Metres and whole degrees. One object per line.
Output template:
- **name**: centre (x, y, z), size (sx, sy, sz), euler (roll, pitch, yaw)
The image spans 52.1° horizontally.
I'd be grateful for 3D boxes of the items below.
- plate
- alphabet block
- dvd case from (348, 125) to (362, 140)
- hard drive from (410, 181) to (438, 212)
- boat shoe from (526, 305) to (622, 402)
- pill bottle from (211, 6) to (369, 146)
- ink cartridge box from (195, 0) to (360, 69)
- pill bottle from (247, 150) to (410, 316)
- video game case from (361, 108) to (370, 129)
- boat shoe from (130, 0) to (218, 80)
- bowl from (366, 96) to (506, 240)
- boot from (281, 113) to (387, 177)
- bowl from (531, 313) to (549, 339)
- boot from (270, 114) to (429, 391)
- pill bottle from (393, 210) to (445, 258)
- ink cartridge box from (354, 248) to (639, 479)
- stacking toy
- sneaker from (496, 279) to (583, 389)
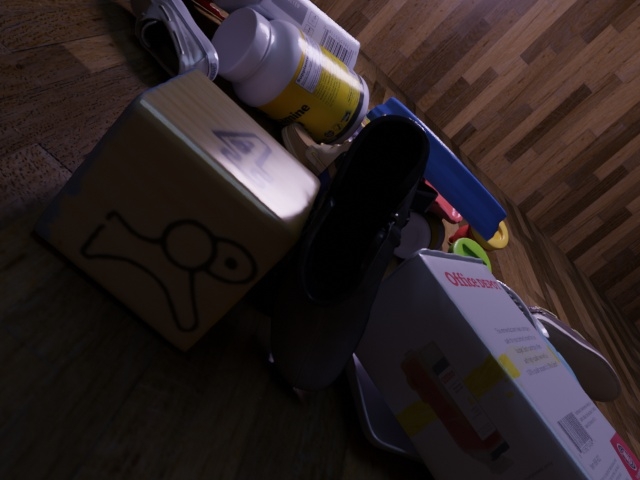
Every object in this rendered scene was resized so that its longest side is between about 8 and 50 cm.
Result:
- **plate**: centre (0.121, 0.214, 0.933), size (0.278, 0.045, 0.277), euler (32, 25, -33)
- **alphabet block**: centre (-0.140, -0.039, 0.700), size (0.197, 0.192, 0.193), euler (43, 23, -11)
- **dvd case**: centre (0.051, -0.337, 1.775), size (0.164, 0.018, 0.221), euler (28, 37, -33)
- **hard drive**: centre (0.165, -0.115, 1.461), size (0.171, 0.054, 0.255), euler (13, 11, -1)
- **boat shoe**: centre (0.644, 0.289, 1.693), size (0.324, 0.117, 0.097), euler (38, 25, -5)
- **pill bottle**: centre (-0.064, -0.340, 1.381), size (0.333, 0.188, 0.188), euler (24, 30, -44)
- **ink cartridge box**: centre (-0.143, -0.501, 1.545), size (0.384, 0.091, 0.308), euler (15, -5, 44)
- **pill bottle**: centre (0.000, 0.000, 0.847), size (0.122, 0.219, 0.123), euler (38, 22, -19)
- **video game case**: centre (0.112, -0.386, 2.009), size (0.248, 0.035, 0.275), euler (38, 22, -20)
- **boat shoe**: centre (-0.286, -0.374, 1.172), size (0.088, 0.096, 0.268), euler (-15, 61, -42)
- **bowl**: centre (0.262, -0.164, 1.456), size (0.391, 0.077, 0.391), euler (44, 11, -11)
- **boot**: centre (0.054, -0.184, 1.298), size (0.095, 0.203, 0.262), euler (7, 44, -57)
- **bowl**: centre (0.488, 0.225, 1.557), size (0.170, 0.080, 0.170), euler (40, 22, -19)
- **boot**: centre (0.009, 0.031, 0.661), size (0.118, 0.339, 0.223), euler (19, 13, 5)
- **pill bottle**: centre (0.216, -0.016, 1.442), size (0.103, 0.103, 0.184), euler (52, 21, 13)
- **ink cartridge box**: centre (0.232, 0.215, 0.857), size (0.279, 0.160, 0.385), euler (11, 41, -58)
- **stacking toy**: centre (0.322, -0.009, 1.699), size (0.309, 0.130, 0.280), euler (38, 49, -14)
- **sneaker**: centre (0.428, 0.247, 1.363), size (0.366, 0.135, 0.150), euler (63, 18, 17)
